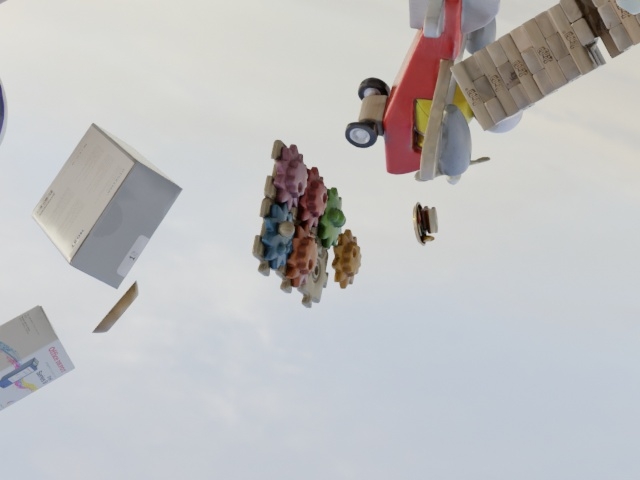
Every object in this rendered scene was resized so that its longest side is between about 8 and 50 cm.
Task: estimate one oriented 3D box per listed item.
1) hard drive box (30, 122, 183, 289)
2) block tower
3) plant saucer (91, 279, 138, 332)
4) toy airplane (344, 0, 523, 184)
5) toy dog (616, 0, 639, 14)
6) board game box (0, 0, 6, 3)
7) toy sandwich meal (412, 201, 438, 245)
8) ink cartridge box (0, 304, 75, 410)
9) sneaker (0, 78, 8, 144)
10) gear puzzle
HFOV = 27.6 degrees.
[{"bbox_3d":[-0.327,-0.056,1.963,0.089,0.181,0.232,32,-177,-32],"label":"hard drive box"},{"bbox_3d":[0.321,-0.250,1.515,0.091,0.335,0.097,62,-155,1],"label":"block tower"},{"bbox_3d":[-0.245,0.084,1.578,0.015,0.083,0.083,41,-163,-6],"label":"plant saucer"},{"bbox_3d":[0.229,-0.281,2.220,0.273,0.386,0.384,22,-178,-5],"label":"toy airplane"},{"bbox_3d":[0.421,-0.407,1.075,0.408,0.284,0.395,-11,-149,30],"label":"toy dog"},{"bbox_3d":[-0.556,-0.352,1.894,0.208,0.056,0.347,-14,-164,3],"label":"board game box"},{"bbox_3d":[0.181,-0.029,2.230,0.029,0.085,0.085,-7,-168,16],"label":"toy sandwich meal"},{"bbox_3d":[-0.583,0.230,2.429,0.212,0.154,0.093,-31,-114,-13],"label":"ink cartridge box"},{"bbox_3d":[-0.681,-0.298,2.364,0.130,0.322,0.236,2,-167,15],"label":"sneaker"},{"bbox_3d":[0.000,0.000,1.776,0.044,0.175,0.339,4,164,22],"label":"gear puzzle"}]
